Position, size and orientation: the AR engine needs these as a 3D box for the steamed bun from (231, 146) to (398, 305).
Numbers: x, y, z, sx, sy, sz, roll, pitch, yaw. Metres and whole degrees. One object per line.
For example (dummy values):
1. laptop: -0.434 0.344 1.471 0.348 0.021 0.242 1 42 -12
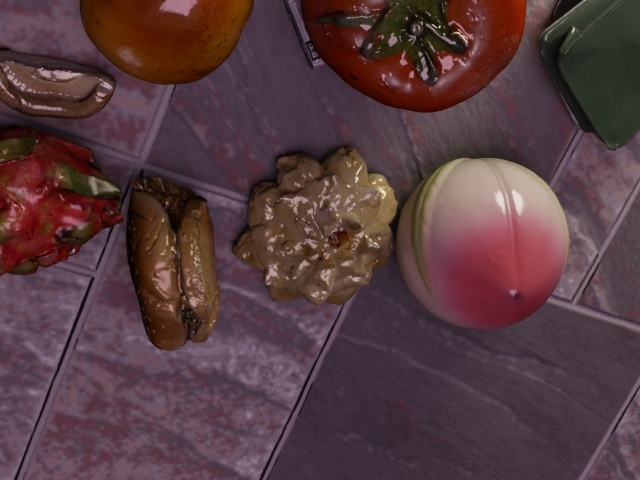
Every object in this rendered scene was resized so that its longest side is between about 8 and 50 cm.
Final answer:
1. steamed bun: 0.000 0.000 1.802 0.295 0.137 0.292 -13 120 -9

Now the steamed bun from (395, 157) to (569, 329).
1. steamed bun: 0.279 0.020 1.787 0.309 0.309 0.309 -5 115 -10

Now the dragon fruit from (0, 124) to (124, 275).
1. dragon fruit: -0.455 -0.058 1.621 0.303 0.231 0.237 -2 104 -23

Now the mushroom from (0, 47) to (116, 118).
1. mushroom: -0.420 -0.234 1.631 0.210 0.072 0.094 6 111 -11

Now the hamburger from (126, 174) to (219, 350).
1. hamburger: -0.236 0.036 1.706 0.146 0.243 0.286 -5 100 -8

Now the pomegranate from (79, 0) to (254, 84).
1. pomegranate: -0.227 -0.356 1.529 0.264 0.264 0.264 -5 115 -10

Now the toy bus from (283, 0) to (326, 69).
1. toy bus: -0.021 -0.332 1.685 0.037 0.052 0.130 -25 117 -3

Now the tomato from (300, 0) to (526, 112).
1. tomato: 0.136 -0.363 1.592 0.341 0.272 0.341 0 124 0

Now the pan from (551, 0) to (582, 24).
1. pan: 0.462 -0.415 1.767 0.136 0.028 0.235 10 115 -18

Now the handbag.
1. handbag: 0.514 -0.314 1.776 0.260 0.079 0.247 -40 127 2
